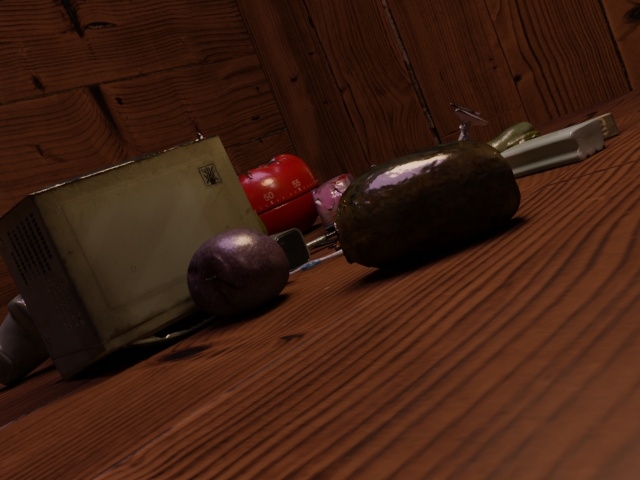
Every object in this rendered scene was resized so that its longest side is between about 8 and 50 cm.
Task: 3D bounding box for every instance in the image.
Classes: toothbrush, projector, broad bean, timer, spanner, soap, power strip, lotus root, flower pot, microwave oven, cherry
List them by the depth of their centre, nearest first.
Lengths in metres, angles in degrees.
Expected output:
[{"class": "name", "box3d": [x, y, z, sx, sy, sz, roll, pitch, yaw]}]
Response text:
[{"class": "lotus root", "box3d": [0.150, -0.054, 1.012, 0.275, 0.151, 0.160, -24, 17, 0]}, {"class": "cherry", "box3d": [-0.130, 0.051, 1.147, 0.176, 0.140, 0.176, -25, -9, -4]}, {"class": "microwave oven", "box3d": [-0.333, 0.025, 1.266, 0.394, 0.332, 0.247, -27, 3, -44]}, {"class": "toothbrush", "box3d": [-0.015, 0.048, 1.392, 0.162, 0.014, 0.017, -22, -9, -3]}, {"class": "soap", "box3d": [0.494, -0.193, 1.470, 0.119, 0.066, 0.198, -28, 8, -33]}, {"class": "projector", "box3d": [-0.084, 0.027, 1.496, 0.083, 0.083, 0.082, -26, 7, -41]}, {"class": "flower pot", "box3d": [-0.585, 0.149, 1.540, 0.254, 0.165, 0.367, -47, 6, 18]}, {"class": "power strip", "box3d": [0.609, -0.244, 1.557, 0.123, 0.056, 0.032, -21, 4, 1]}, {"class": "spanner", "box3d": [0.000, 0.000, 1.659, 0.316, 0.024, 0.087, -26, 6, -16]}, {"class": "broad bean", "box3d": [0.460, -0.219, 1.766, 0.169, 0.100, 0.228, -16, -13, -48]}, {"class": "timer", "box3d": [-0.180, -0.122, 2.343, 0.378, 0.279, 0.378, -22, 8, 3]}]

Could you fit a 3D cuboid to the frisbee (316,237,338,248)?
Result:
[{"class": "frisbee", "box3d": [0.058, -0.009, 1.672, 0.211, 0.012, 0.187, -21, 6, 12]}]

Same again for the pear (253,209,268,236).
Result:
[{"class": "pear", "box3d": [-0.226, 0.007, 1.589, 0.213, 0.212, 0.269, -23, -22, -13]}]

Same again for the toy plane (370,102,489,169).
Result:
[{"class": "toy plane", "box3d": [0.193, -0.091, 1.156, 0.273, 0.182, 0.107, -34, 40, 40]}]

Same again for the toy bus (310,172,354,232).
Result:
[{"class": "toy bus", "box3d": [0.059, -0.113, 2.044, 0.128, 0.147, 0.303, -27, 3, 10]}]

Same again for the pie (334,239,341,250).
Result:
[{"class": "pie", "box3d": [0.090, -0.019, 1.553, 0.191, 0.033, 0.088, -25, 2, -29]}]
